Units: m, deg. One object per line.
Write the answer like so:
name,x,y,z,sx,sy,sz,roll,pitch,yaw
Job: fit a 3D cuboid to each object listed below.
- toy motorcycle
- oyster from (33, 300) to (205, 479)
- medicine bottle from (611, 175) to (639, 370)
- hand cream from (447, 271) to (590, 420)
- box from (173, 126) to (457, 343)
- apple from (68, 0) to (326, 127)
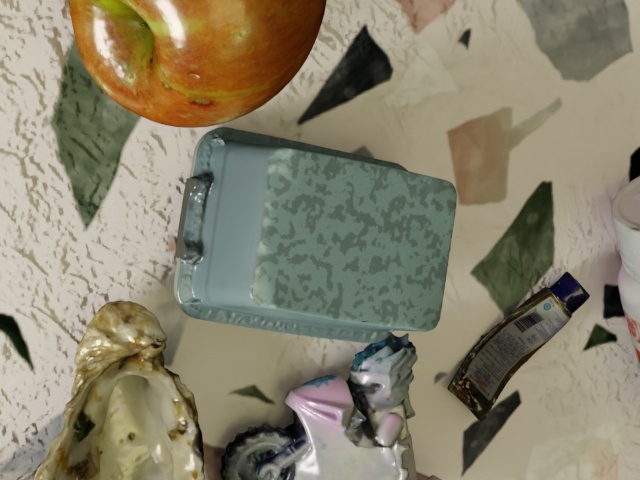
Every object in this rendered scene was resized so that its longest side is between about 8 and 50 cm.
toy motorcycle,0.052,0.185,1.429,0.239,0.108,0.204,28,92,-34
oyster,-0.188,0.205,1.285,0.166,0.094,0.294,43,67,-36
medicine bottle,0.372,0.062,1.544,0.152,0.152,0.255,-28,119,-18
hand cream,0.192,0.098,1.526,0.163,0.039,0.062,-45,125,-2
box,0.000,0.000,1.322,0.227,0.130,0.162,10,87,-32
apple,-0.086,-0.186,1.175,0.196,0.196,0.196,-10,112,-26
